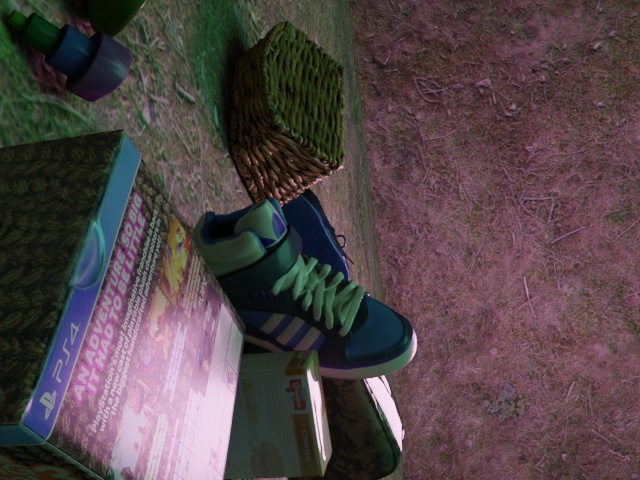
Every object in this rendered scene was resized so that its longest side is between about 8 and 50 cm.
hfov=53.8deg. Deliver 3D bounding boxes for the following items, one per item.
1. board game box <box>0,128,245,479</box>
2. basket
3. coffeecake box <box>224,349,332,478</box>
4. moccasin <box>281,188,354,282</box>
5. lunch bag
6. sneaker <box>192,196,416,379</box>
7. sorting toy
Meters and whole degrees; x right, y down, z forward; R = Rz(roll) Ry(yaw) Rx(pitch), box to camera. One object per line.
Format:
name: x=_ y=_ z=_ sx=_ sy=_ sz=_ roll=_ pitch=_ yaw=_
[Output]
board game box: x=-0.185 y=0.101 z=0.520 sx=0.291 sy=0.141 sz=0.232 roll=70 pitch=18 yaw=-48
basket: x=-0.098 y=-0.240 z=1.217 sx=0.213 sy=0.223 sz=0.299 roll=29 pitch=48 yaw=-34
coffeecake box: x=-0.089 y=0.221 z=0.800 sx=0.068 sy=0.185 sz=0.143 roll=-45 pitch=128 yaw=-74
moccasin: x=0.000 y=0.000 z=1.456 sx=0.117 sy=0.137 sz=0.342 roll=-88 pitch=167 yaw=-51
lunch bag: x=0.016 y=0.247 z=1.109 sx=0.305 sy=0.212 sz=0.256 roll=65 pitch=17 yaw=-12
sneaker: x=-0.029 y=0.056 z=0.857 sx=0.236 sy=0.322 sz=0.130 roll=82 pitch=28 yaw=-44
sorting toy: x=-0.239 y=-0.315 z=0.656 sx=0.126 sy=0.127 sz=0.366 roll=29 pitch=52 yaw=-39
